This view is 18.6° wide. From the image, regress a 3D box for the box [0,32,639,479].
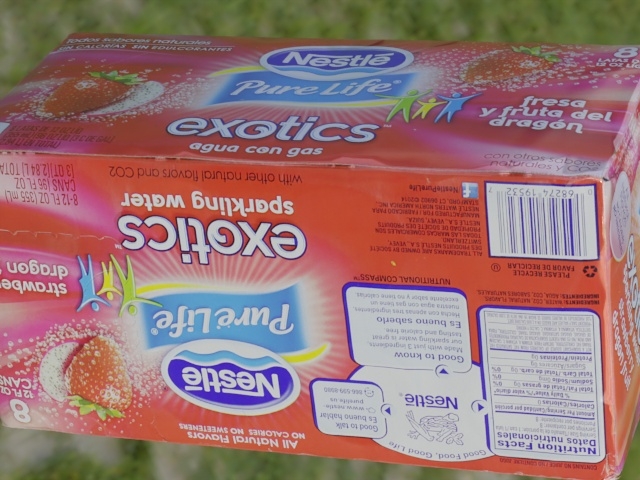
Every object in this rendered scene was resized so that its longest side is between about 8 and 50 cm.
[{"bbox_3d":[0.000,0.000,0.761,0.122,0.257,0.128,-56,144,-56],"label":"box"}]
